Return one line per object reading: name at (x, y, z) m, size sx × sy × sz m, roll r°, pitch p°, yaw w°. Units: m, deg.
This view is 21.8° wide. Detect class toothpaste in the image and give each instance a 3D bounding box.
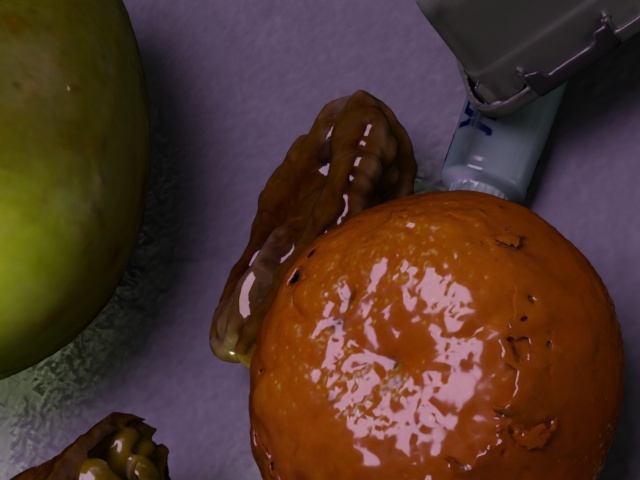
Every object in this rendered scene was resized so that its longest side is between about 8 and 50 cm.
toothpaste at (0.126, -0.128, 0.952) m, size 0.075 × 0.048 × 0.297 m, roll 4°, pitch 64°, yaw 37°

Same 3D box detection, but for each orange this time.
orange at (0.058, 0.072, 0.806) m, size 0.193 × 0.161 × 0.193 m, roll -13°, pitch 65°, yaw 30°

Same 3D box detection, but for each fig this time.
fig at (-0.221, -0.066, 1.035) m, size 0.258 × 0.258 × 0.326 m, roll -13°, pitch 39°, yaw 29°

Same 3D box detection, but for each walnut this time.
walnut at (0.000, 0.000, 0.936) m, size 0.170 × 0.069 × 0.143 m, roll -63°, pitch 14°, yaw -6°

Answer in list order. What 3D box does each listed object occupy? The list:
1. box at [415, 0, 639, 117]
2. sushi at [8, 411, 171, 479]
box at (0.100, -0.166, 0.899) m, size 0.124 × 0.093 × 0.172 m, roll -33°, pitch 40°, yaw 19°
sushi at (-0.155, 0.232, 0.859) m, size 0.179 × 0.167 × 0.296 m, roll 17°, pitch 55°, yaw 34°
